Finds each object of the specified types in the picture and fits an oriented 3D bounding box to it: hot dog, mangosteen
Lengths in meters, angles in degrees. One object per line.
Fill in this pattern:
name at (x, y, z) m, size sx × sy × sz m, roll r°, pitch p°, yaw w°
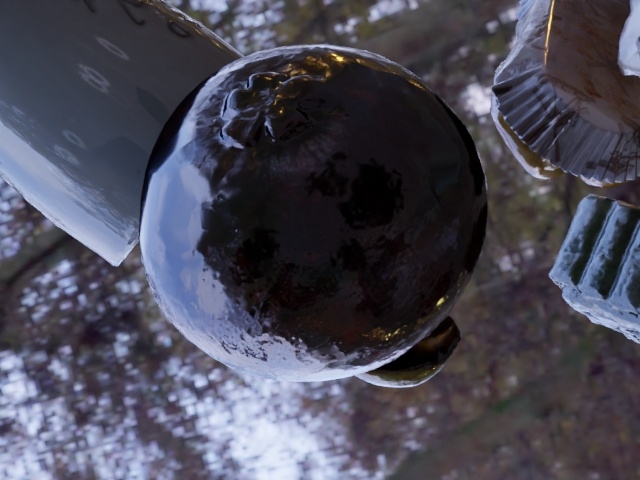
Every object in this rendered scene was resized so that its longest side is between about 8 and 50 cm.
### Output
hot dog at (0.189, -0.121, 1.149) m, size 0.131 × 0.069 × 0.252 m, roll 29°, pitch -145°, yaw -8°
mangosteen at (0.000, 0.000, 1.026) m, size 0.265 × 0.228 × 0.228 m, roll 71°, pitch -153°, yaw -48°

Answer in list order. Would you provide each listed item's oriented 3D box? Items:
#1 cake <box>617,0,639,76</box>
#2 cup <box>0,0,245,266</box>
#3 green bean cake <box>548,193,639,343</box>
cake at (0.299, -0.121, 0.559) m, size 0.256 × 0.290 × 0.282 m, roll 17°, pitch -88°, yaw -23°
cup at (-0.188, -0.131, 1.208) m, size 0.234 × 0.186 × 0.258 m, roll 37°, pitch -166°, yaw -5°
green bean cake at (0.302, 0.050, 1.266) m, size 0.185 × 0.183 × 0.094 m, roll 28°, pitch -96°, yaw -42°
